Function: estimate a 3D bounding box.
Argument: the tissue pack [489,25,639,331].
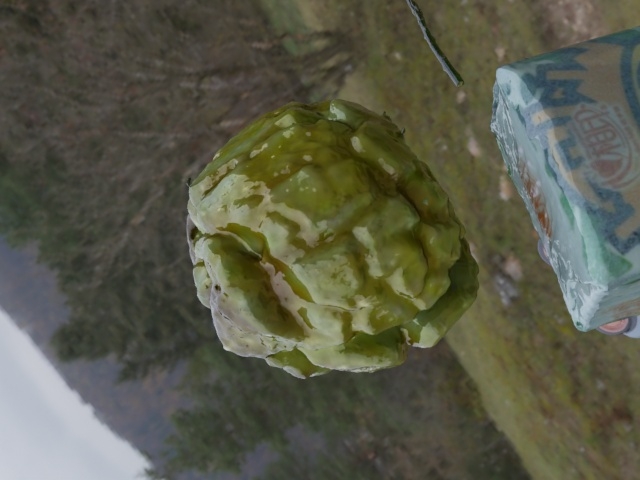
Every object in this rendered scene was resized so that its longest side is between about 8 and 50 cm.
[{"bbox_3d":[0.327,-0.077,0.890,0.128,0.311,0.228,81,172,-62],"label":"tissue pack"}]

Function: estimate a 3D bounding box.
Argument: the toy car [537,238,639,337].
[{"bbox_3d":[0.454,-0.009,1.473,0.270,0.212,0.180,52,-143,-11],"label":"toy car"}]

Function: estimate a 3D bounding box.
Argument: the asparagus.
[{"bbox_3d":[0.153,-0.269,1.409,0.162,0.016,0.016,66,152,27],"label":"asparagus"}]

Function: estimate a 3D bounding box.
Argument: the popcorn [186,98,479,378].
[{"bbox_3d":[0.004,-0.008,1.006,0.282,0.247,0.282,51,-164,-20],"label":"popcorn"}]
